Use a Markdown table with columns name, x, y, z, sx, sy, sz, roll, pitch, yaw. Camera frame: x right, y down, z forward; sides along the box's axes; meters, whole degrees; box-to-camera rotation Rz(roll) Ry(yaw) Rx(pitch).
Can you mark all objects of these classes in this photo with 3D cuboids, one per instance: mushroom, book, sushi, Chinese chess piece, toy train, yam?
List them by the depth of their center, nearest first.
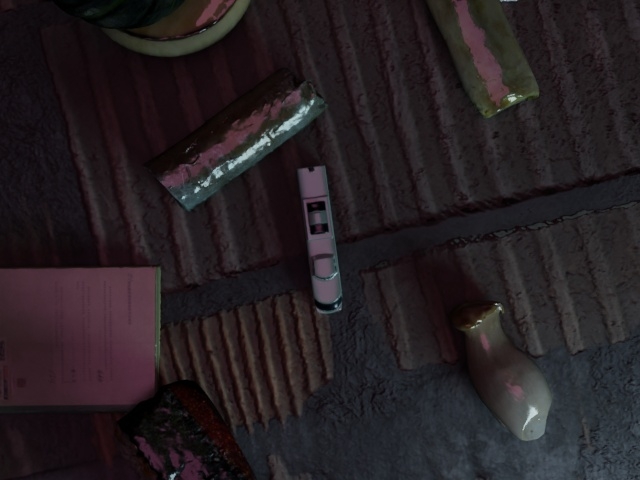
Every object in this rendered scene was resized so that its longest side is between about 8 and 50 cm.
| name | x | y | z | sx | sy | sz | roll | pitch | yaw |
| --- | --- | --- | --- | --- | --- | --- | --- | --- | --- |
| sushi | -0.179 | 0.305 | 1.570 | 0.126 | 0.136 | 0.225 | -29 | 88 | -25 |
| mushroom | 0.255 | 0.178 | 1.616 | 0.097 | 0.088 | 0.212 | -25 | 82 | -12 |
| Chinese chess piece | -0.216 | -0.383 | 1.616 | 0.257 | 0.104 | 0.257 | 0 | 88 | -2 |
| yam | -0.116 | -0.144 | 1.618 | 0.259 | 0.093 | 0.093 | -36 | 89 | -3 |
| book | -0.367 | 0.138 | 1.629 | 0.283 | 0.025 | 0.214 | 1 | 89 | -2 |
| toy train | 0.000 | 0.000 | 1.636 | 0.043 | 0.047 | 0.207 | -8 | 87 | -1 |
| mushroom | 0.203 | -0.325 | 1.642 | 0.100 | 0.081 | 0.312 | -26 | 93 | 1 |

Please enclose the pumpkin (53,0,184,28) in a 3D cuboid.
| name | x | y | z | sx | sy | sz | roll | pitch | yaw |
| --- | --- | --- | --- | --- | --- | --- | --- | --- | --- |
| pumpkin | -0.263 | -0.393 | 1.473 | 0.250 | 0.216 | 0.249 | -6 | 102 | -32 |
